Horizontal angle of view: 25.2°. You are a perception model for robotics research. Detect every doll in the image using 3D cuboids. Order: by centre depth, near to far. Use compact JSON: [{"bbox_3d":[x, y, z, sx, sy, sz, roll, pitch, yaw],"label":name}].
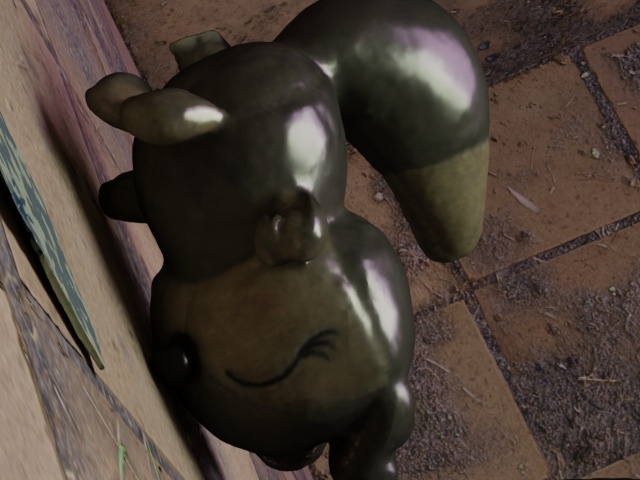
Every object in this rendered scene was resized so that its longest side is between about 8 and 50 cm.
[{"bbox_3d":[0.020,0.003,1.144,0.252,0.378,0.382,22,-47,64],"label":"doll"}]

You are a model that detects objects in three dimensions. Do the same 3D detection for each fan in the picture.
[{"bbox_3d":[-0.163,-0.034,0.766,0.131,0.009,0.240,-119,-174,-68],"label":"fan"}]

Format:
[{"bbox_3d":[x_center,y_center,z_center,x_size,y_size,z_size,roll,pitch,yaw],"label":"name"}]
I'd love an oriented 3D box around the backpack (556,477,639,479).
[{"bbox_3d":[0.191,0.284,0.928,0.363,0.445,0.255,-82,165,-83],"label":"backpack"}]
